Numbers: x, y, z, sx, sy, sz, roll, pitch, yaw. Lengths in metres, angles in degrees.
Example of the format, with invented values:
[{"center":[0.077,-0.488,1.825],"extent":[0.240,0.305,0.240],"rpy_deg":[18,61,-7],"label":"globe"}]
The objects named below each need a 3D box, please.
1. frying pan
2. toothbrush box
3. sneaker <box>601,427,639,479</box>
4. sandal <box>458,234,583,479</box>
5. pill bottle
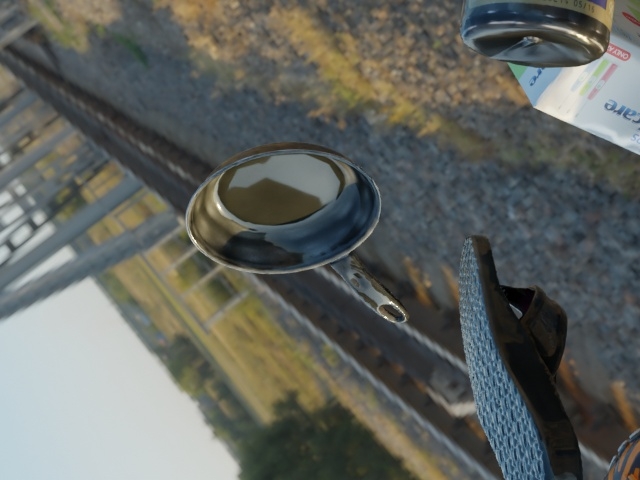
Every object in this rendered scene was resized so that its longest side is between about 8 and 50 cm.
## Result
[{"center":[0.015,-0.017,1.240],"extent":[0.326,0.197,0.053],"rpy_deg":[18,-134,-32],"label":"frying pan"},{"center":[0.327,-0.242,1.458],"extent":[0.206,0.122,0.283],"rpy_deg":[20,-148,-24],"label":"toothbrush box"},{"center":[0.380,0.362,1.512],"extent":[0.124,0.321,0.180],"rpy_deg":[40,-155,8],"label":"sneaker"},{"center":[0.241,0.155,1.381],"extent":[0.445,0.107,0.167],"rpy_deg":[-102,12,-54],"label":"sandal"},{"center":[0.188,-0.262,0.983],"extent":[0.123,0.219,0.123],"rpy_deg":[9,174,1],"label":"pill bottle"}]
